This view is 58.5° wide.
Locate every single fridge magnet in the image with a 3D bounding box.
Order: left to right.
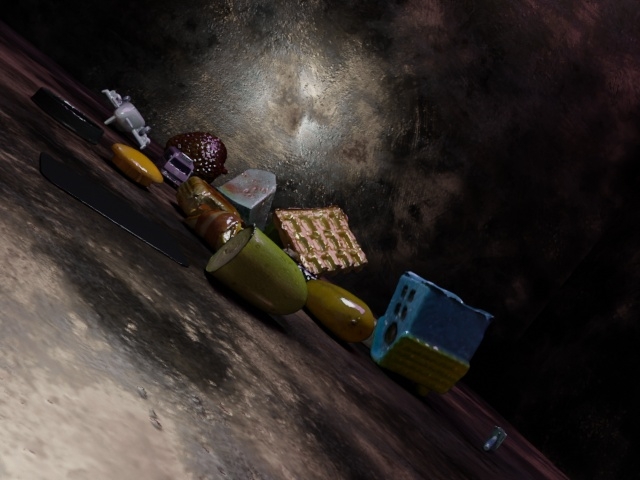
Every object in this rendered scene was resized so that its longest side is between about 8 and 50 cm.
[{"bbox_3d":[-0.442,-0.179,1.371,0.143,0.063,0.143,38,2,-2],"label":"fridge magnet"}]

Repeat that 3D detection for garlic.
[{"bbox_3d":[-0.121,0.063,1.947,0.066,0.084,0.152,16,-9,18],"label":"garlic"}]

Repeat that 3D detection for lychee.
[{"bbox_3d":[-0.506,-0.339,2.351,0.271,0.235,0.236,17,7,-17],"label":"lychee"}]

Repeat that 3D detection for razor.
[{"bbox_3d":[0.478,0.568,1.599,0.040,0.068,0.135,36,11,25],"label":"razor"}]

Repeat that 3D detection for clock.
[{"bbox_3d":[-0.625,-0.312,1.425,0.184,0.040,0.184,38,1,-1],"label":"clock"}]

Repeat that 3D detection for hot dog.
[{"bbox_3d":[-0.218,-0.020,1.316,0.261,0.093,0.123,39,0,28],"label":"hot dog"}]

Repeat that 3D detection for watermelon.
[{"bbox_3d":[-0.282,-0.183,2.334,0.228,0.258,0.387,41,-3,6],"label":"watermelon"}]

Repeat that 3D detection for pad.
[{"bbox_3d":[-0.331,-0.049,0.927,0.267,0.004,0.181,38,1,-32],"label":"pad"}]

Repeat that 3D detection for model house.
[{"bbox_3d":[0.294,0.268,1.575,0.237,0.303,0.215,27,-4,-16],"label":"model house"}]

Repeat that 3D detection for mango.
[{"bbox_3d":[0.038,0.171,1.476,0.156,0.114,0.251,27,9,-48],"label":"mango"}]

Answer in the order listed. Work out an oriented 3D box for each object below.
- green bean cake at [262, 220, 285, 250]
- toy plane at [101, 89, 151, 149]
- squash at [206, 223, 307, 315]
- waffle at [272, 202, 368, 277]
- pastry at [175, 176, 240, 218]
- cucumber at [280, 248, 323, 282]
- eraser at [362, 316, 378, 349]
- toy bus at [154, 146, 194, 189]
[{"bbox_3d":[-0.110,0.018,2.348,0.250,0.156,0.247,39,2,-15],"label":"green bean cake"},{"bbox_3d":[-0.762,-0.478,2.242,0.266,0.123,0.267,57,-2,2],"label":"toy plane"},{"bbox_3d":[-0.099,0.066,1.028,0.187,0.123,0.123,42,-1,-23],"label":"squash"},{"bbox_3d":[0.000,0.000,2.195,0.348,0.077,0.304,-5,58,-42],"label":"waffle"},{"bbox_3d":[-0.293,-0.081,1.510,0.182,0.093,0.192,40,4,-32],"label":"pastry"},{"bbox_3d":[-0.092,0.096,1.843,0.300,0.072,0.072,37,0,15],"label":"cucumber"},{"bbox_3d":[0.112,0.251,1.870,0.144,0.078,0.343,39,-1,-19],"label":"eraser"},{"bbox_3d":[-0.485,-0.247,1.908,0.096,0.108,0.199,38,0,-25],"label":"toy bus"}]
